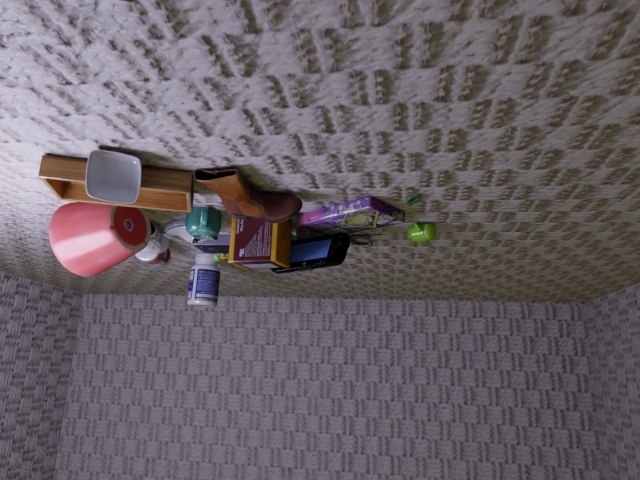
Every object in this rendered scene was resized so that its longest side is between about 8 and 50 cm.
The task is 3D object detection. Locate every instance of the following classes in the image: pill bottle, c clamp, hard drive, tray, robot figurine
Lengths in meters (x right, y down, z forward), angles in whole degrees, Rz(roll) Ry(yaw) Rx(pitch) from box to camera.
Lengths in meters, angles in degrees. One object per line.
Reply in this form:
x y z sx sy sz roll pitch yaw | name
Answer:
-0.769 0.059 2.281 0.121 0.121 0.216 2 166 1 | pill bottle
0.190 0.001 2.111 0.137 0.022 0.161 1 165 4 | c clamp
-0.427 0.019 2.209 0.254 0.054 0.172 0 165 11 | hard drive
-0.602 -0.167 1.503 0.410 0.076 0.203 5 165 -12 | tray
0.391 -0.030 1.878 0.115 0.067 0.101 -11 152 41 | robot figurine
-0.597 0.207 2.534 0.153 0.265 0.153 3 166 1 | pill bottle

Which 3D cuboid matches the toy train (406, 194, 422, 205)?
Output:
0.308 -0.131 1.609 0.023 0.017 0.083 -3 167 -19 | toy train

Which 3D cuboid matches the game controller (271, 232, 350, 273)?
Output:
-0.040 0.050 1.877 0.319 0.166 0.067 -10 120 25 | game controller

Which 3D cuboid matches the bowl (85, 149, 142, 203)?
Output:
-0.568 -0.180 1.363 0.141 0.142 0.053 9 -162 -13 | bowl

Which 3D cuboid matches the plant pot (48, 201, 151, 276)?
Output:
-0.756 -0.029 1.729 0.243 0.275 0.275 -14 160 22 | plant pot

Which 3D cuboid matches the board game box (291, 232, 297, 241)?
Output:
-0.145 -0.023 2.001 0.090 0.020 0.090 33 160 -3 | board game box

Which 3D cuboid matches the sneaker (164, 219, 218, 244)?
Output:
-0.519 -0.031 1.962 0.258 0.091 0.094 -5 163 26 | sneaker

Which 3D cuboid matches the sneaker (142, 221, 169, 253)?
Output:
-0.702 -0.011 2.032 0.123 0.106 0.290 -1 164 21 | sneaker

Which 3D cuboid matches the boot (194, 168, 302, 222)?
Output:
-0.213 -0.156 1.525 0.264 0.096 0.280 6 159 16 | boot

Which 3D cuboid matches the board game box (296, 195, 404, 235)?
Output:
0.105 -0.079 1.783 0.346 0.056 0.208 -11 164 41 | board game box

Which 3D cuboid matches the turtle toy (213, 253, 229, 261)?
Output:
-0.468 0.063 2.356 0.095 0.066 0.130 16 160 -41 | turtle toy

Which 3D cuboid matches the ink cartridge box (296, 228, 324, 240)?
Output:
0.000 0.000 2.056 0.108 0.062 0.209 -9 162 32 | ink cartridge box

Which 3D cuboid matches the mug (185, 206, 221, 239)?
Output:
-0.440 -0.063 1.819 0.129 0.098 0.158 -2 165 18 | mug

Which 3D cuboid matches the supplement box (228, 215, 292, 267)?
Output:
-0.223 0.000 1.839 0.194 0.192 0.129 -4 164 19 | supplement box
